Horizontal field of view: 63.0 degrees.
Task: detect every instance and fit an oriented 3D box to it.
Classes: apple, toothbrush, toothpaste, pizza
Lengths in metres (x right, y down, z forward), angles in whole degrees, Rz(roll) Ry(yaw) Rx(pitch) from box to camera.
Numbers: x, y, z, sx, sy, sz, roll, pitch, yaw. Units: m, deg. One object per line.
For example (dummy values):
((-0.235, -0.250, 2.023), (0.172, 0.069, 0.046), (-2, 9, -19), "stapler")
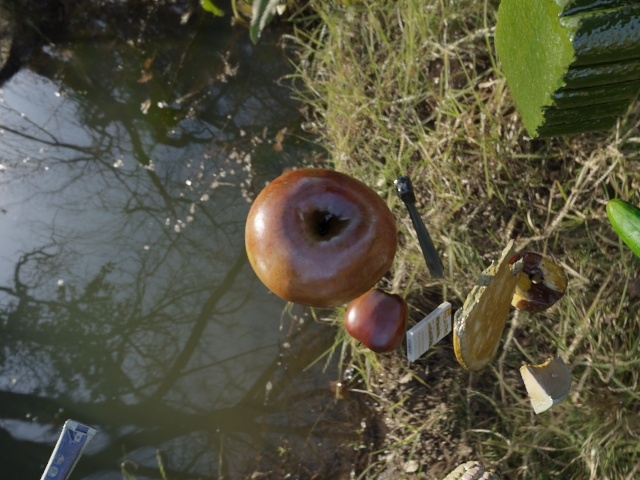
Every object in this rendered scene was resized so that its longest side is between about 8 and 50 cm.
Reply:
((0.197, 0.278, 1.834), (0.234, 0.234, 0.234), (-9, 71, 27), "apple")
((0.171, -0.008, 0.874), (0.030, 0.297, 0.030), (-23, 52, 10), "toothbrush")
((-0.464, 0.417, 0.914), (0.035, 0.057, 0.197), (-29, 36, 62), "toothpaste")
((0.000, 0.000, 0.886), (0.254, 0.253, 0.253), (-9, 71, 27), "apple")
((0.316, 0.121, 0.985), (0.034, 0.181, 0.262), (21, 91, 44), "pizza")

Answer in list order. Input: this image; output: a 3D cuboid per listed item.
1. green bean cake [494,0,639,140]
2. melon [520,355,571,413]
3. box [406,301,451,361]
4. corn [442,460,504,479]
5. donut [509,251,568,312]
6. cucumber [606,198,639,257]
((0.372, -0.307, 0.773), (0.156, 0.247, 0.249), (-9, 66, 3), "green bean cake")
((0.508, 0.308, 1.144), (0.054, 0.182, 0.098), (-45, 58, 39), "melon")
((0.376, 0.311, 1.798), (0.032, 0.220, 0.122), (21, 128, 44), "box")
((0.208, 0.514, 0.911), (0.127, 0.335, 0.126), (28, 129, 42), "corn")
((0.557, 0.114, 1.379), (0.166, 0.073, 0.184), (22, 47, 16), "donut")
((0.432, 0.044, 0.610), (0.056, 0.056, 0.250), (-39, 61, 14), "cucumber")
